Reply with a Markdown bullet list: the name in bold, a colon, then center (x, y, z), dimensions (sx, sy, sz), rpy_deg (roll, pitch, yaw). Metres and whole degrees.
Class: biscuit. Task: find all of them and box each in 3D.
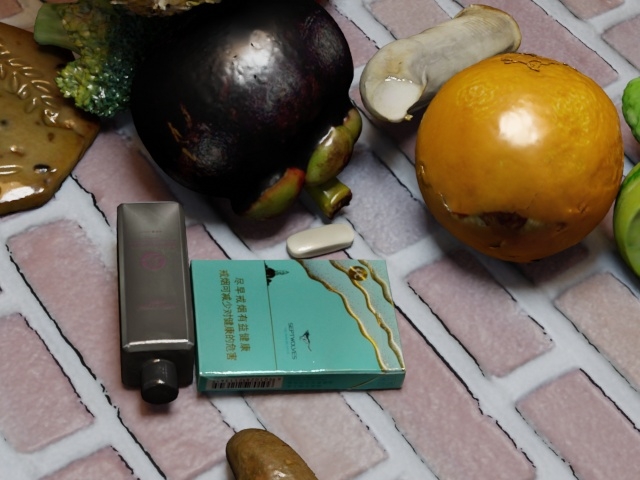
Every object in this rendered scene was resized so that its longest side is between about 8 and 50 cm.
- **biscuit**: center (-0.451, -0.156, 1.746), dimensions (0.359, 0.046, 0.359), rpy_deg (4, 50, -5)

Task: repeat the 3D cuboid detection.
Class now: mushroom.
- **mushroom**: center (0.145, -0.225, 1.783), dimensions (0.123, 0.095, 0.351), rpy_deg (-4, 20, 33)

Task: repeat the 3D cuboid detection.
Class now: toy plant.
- **toy plant**: center (0.455, -0.087, 1.716), dimensions (0.224, 0.184, 0.316), rpy_deg (32, 39, -7)

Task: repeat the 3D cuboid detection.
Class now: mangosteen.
- **mangosteen**: center (-0.068, -0.150, 1.671), dimensions (0.302, 0.275, 0.275), rpy_deg (51, 55, -8)

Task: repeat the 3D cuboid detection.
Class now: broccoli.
- **broccoli**: center (-0.274, -0.254, 1.772), dimensions (0.194, 0.194, 0.220), rpy_deg (14, 61, 6)

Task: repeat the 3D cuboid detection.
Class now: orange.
- **orange**: center (0.228, -0.095, 1.643), dimensions (0.246, 0.246, 0.246), rpy_deg (3, 49, -4)

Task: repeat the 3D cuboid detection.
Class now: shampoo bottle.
- **shampoo bottle**: center (-0.184, 0.069, 1.556), dimensions (0.080, 0.079, 0.246), rpy_deg (-2, 50, -8)

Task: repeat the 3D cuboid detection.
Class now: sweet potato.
- **sweet potato**: center (-0.026, 0.319, 1.357), dimensions (0.114, 0.092, 0.341), rpy_deg (-18, 49, 11)

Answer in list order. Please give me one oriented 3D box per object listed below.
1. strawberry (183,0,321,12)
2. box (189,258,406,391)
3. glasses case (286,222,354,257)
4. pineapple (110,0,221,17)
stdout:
- **strawberry**: center (-0.115, -0.472, 1.853), dimensions (0.295, 0.345, 0.317), rpy_deg (-26, 54, -32)
- **box**: center (-0.028, 0.093, 1.574), dimensions (0.229, 0.041, 0.162), rpy_deg (0, 50, -11)
- **glasses case**: center (0.000, 0.000, 1.675), dimensions (0.083, 0.021, 0.032), rpy_deg (-14, 52, -18)
- **pineapple**: center (-0.151, -0.420, 1.561), dimensions (0.352, 0.300, 0.352), rpy_deg (-21, 18, 7)
